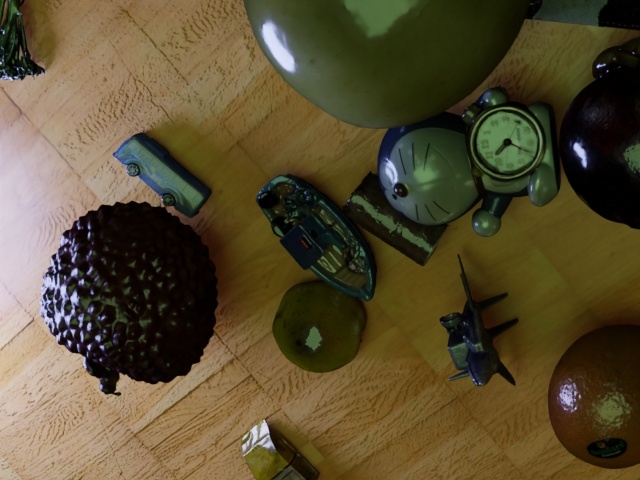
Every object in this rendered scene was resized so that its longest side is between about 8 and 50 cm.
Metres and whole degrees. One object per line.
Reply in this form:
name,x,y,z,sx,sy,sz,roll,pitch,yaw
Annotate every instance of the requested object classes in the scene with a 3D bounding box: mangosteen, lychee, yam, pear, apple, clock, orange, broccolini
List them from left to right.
broccolini,-0.498,-0.359,2.024,0.123,0.062,0.271,-9,114,7
lychee,-0.278,0.090,2.015,0.264,0.264,0.300,17,99,13
pear,-0.005,0.132,2.024,0.141,0.104,0.141,6,114,13
apple,0.083,-0.319,1.670,0.357,0.357,0.357,7,113,17
yam,0.106,-0.031,1.933,0.141,0.079,0.079,34,118,4
clock,0.196,-0.101,1.835,0.243,0.146,0.200,-7,103,18
orange,0.402,0.213,1.860,0.206,0.206,0.206,7,113,17
mangosteen,0.411,-0.146,1.709,0.228,0.228,0.265,-2,87,20

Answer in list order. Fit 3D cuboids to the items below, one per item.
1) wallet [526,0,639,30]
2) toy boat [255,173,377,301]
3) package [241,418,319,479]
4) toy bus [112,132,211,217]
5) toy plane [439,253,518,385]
wallet,0.326,-0.394,1.716,0.221,0.071,0.262,8,119,16
toy boat,0.000,0.000,1.971,0.223,0.097,0.100,47,121,-2
package,-0.070,0.351,2.164,0.131,0.047,0.071,47,121,-5
toy bus,-0.234,-0.098,2.044,0.153,0.051,0.061,41,106,1
toy plane,0.208,0.149,1.861,0.088,0.267,0.212,-20,103,20
